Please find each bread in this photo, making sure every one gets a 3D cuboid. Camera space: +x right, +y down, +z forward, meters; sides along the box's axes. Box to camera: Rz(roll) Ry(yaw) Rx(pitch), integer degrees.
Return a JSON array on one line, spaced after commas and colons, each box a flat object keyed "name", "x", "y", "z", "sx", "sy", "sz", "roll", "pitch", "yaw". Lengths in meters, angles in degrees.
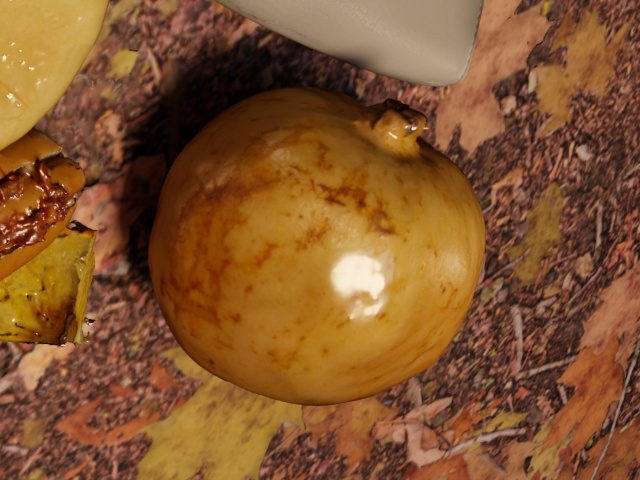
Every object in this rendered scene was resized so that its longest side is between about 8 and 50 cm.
[{"name": "bread", "x": -0.214, "y": -0.136, "z": 0.841, "sx": 0.147, "sy": 0.098, "sz": 0.217, "roll": -55, "pitch": 144, "yaw": 0}]

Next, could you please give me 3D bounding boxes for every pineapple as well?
[{"name": "pineapple", "x": -0.178, "y": 0.048, "z": 1.070, "sx": 0.114, "sy": 0.077, "sz": 0.114, "roll": -45, "pitch": 158, "yaw": -8}]

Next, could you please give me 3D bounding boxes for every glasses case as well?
[{"name": "glasses case", "x": 0.007, "y": -0.194, "z": 1.082, "sx": 0.308, "sy": 0.083, "sz": 0.128, "roll": 16, "pitch": 99, "yaw": -55}]

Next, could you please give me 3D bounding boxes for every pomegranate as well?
[{"name": "pomegranate", "x": 0.000, "y": 0.000, "z": 1.110, "sx": 0.248, "sy": 0.248, "sz": 0.248, "roll": -31, "pitch": 139, "yaw": -32}]

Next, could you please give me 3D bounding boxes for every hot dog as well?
[{"name": "hot dog", "x": -0.242, "y": 0.009, "z": 0.944, "sx": 0.249, "sy": 0.076, "sz": 0.102, "roll": -27, "pitch": 130, "yaw": -36}]
